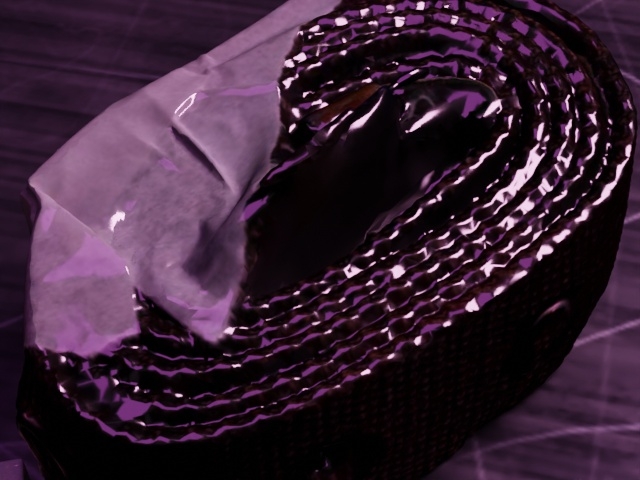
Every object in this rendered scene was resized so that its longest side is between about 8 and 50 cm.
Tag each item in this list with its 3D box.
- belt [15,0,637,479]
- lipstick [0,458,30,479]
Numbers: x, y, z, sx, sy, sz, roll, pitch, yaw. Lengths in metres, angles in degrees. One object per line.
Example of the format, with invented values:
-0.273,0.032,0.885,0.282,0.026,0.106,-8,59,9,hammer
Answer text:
0.000,0.000,0.698,0.289,0.164,0.184,-35,62,-23,belt
-0.184,0.120,0.697,0.129,0.030,0.030,-9,48,-3,lipstick
